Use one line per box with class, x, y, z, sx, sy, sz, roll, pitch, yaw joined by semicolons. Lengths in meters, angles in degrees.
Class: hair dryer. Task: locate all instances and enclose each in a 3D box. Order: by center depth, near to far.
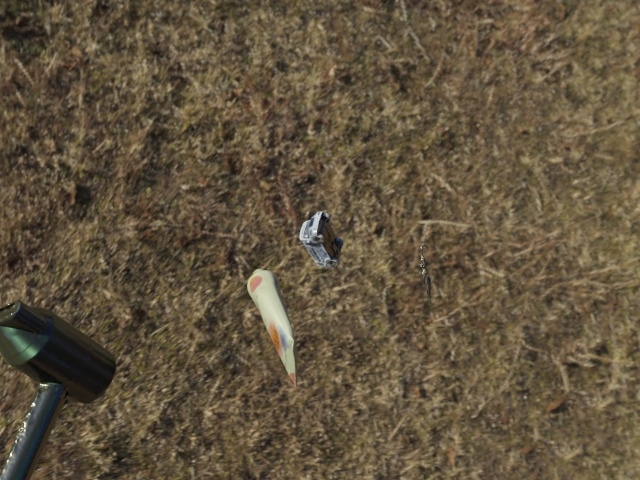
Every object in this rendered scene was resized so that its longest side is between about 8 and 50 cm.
hair dryer;-0.497;0.266;1.175;0.244;0.116;0.302;49;42;-44

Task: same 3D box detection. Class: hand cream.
hand cream;-0.103;0.172;1.571;0.077;0.124;0.341;-10;35;-12

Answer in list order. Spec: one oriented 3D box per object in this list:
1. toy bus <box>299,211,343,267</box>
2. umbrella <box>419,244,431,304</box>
toy bus;0.000;0.000;1.722;0.167;0.076;0.073;60;38;-51
umbrella;0.210;0.069;1.404;0.022;0.013;0.122;-7;94;-16
